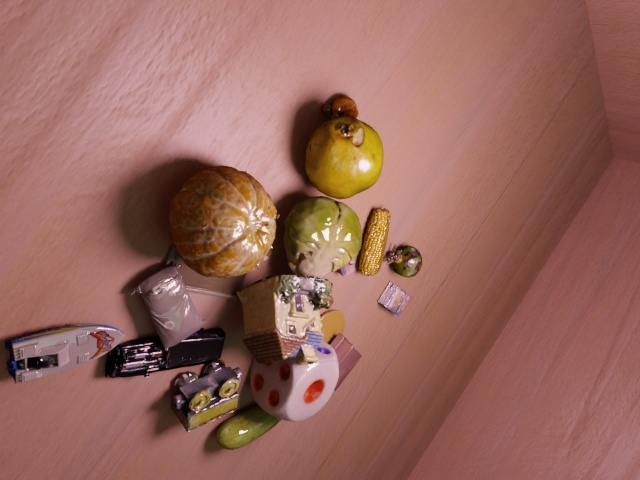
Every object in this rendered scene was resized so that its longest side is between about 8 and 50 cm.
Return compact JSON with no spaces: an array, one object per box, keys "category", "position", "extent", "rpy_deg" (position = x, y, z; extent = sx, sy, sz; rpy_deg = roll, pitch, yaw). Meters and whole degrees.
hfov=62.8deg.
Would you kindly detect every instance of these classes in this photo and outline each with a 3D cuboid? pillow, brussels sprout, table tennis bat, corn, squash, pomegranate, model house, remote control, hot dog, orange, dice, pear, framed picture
[{"category":"pillow","position":[-0.448,0.203,1.585],"extent":[0.169,0.059,0.255],"rpy_deg":[-35,123,-28]},{"category":"brussels sprout","position":[0.010,-0.008,1.822],"extent":[0.274,0.243,0.316],"rpy_deg":[-20,122,-33]},{"category":"table tennis bat","position":[-0.002,0.432,2.197],"extent":[0.320,0.050,0.198],"rpy_deg":[-55,140,-10]},{"category":"corn","position":[0.221,0.019,2.146],"extent":[0.102,0.101,0.310],"rpy_deg":[-8,118,-41]},{"category":"squash","position":[-0.243,0.713,2.071],"extent":[0.371,0.118,0.118],"rpy_deg":[-14,121,-41]},{"category":"pomegranate","position":[0.365,0.084,2.306],"extent":[0.169,0.148,0.148],"rpy_deg":[35,85,-22]},{"category":"model house","position":[-0.092,0.278,1.781],"extent":[0.321,0.261,0.266],"rpy_deg":[17,61,-43]},{"category":"remote control","position":[-0.481,0.360,1.687],"extent":[0.399,0.062,0.144],"rpy_deg":[-1,112,-43]},{"category":"hot dog","position":[0.069,-0.441,1.784],"extent":[0.140,0.060,0.089],"rpy_deg":[-30,126,-38]},{"category":"orange","position":[-0.271,-0.053,1.506],"extent":[0.329,0.249,0.329],"rpy_deg":[-10,102,-55]},{"category":"dice","position":[-0.100,0.506,1.995],"extent":[0.243,0.251,0.259],"rpy_deg":[9,105,-44]},{"category":"pear","position":[0.079,-0.271,1.747],"extent":[0.269,0.269,0.321],"rpy_deg":[-48,155,-14]},{"category":"framed picture","position":[-0.347,0.062,1.684],"extent":[0.324,0.020,0.240],"rpy_deg":[16,100,-47]}]

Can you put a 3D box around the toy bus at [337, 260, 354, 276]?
[{"category":"toy bus","position":[0.081,0.055,2.059],"extent":[0.077,0.065,0.192],"rpy_deg":[-35,132,-16]}]

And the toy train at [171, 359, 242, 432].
[{"category":"toy train","position":[-0.393,0.530,1.818],"extent":[0.261,0.134,0.177],"rpy_deg":[-16,130,-37]}]

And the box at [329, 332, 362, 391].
[{"category":"box","position":[0.072,0.528,2.254],"extent":[0.215,0.086,0.215],"rpy_deg":[-50,153,-11]}]

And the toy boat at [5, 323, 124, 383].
[{"category":"toy boat","position":[-0.684,0.293,1.435],"extent":[0.295,0.088,0.129],"rpy_deg":[-10,118,-40]}]

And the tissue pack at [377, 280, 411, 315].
[{"category":"tissue pack","position":[0.345,0.271,2.428],"extent":[0.115,0.065,0.155],"rpy_deg":[-57,137,-3]}]
